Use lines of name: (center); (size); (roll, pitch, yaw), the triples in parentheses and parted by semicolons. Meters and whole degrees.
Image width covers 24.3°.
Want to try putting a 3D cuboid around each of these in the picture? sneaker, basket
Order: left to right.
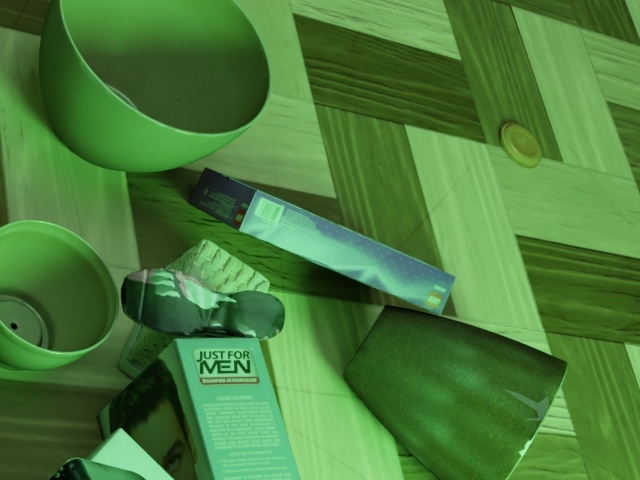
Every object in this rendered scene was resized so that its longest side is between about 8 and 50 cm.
basket: (-0.142, 0.095, 1.721); (0.113, 0.103, 0.167); (34, 43, -14)
sneaker: (-0.133, 0.083, 1.614); (0.178, 0.077, 0.072); (16, 72, -10)

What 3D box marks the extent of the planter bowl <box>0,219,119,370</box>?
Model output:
planter bowl: (-0.312, 0.074, 1.591); (0.162, 0.109, 0.162); (21, 47, -25)

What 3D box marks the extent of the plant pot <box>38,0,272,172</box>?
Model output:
plant pot: (-0.229, -0.192, 1.805); (0.284, 0.191, 0.284); (23, 46, -26)

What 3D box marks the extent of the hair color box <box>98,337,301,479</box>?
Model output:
hair color box: (-0.102, 0.306, 1.528); (0.114, 0.185, 0.374); (3, 57, -38)

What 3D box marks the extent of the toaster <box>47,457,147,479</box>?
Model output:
toaster: (-0.202, 0.309, 1.299); (0.110, 0.168, 0.185); (20, 29, -54)

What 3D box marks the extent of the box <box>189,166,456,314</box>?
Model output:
box: (0.000, 0.000, 1.857); (0.293, 0.201, 0.057); (23, 91, -24)

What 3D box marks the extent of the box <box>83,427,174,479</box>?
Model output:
box: (-0.215, 0.288, 1.460); (0.130, 0.170, 0.091); (46, 41, -4)

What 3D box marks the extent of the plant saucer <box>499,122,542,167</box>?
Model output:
plant saucer: (0.321, -0.153, 2.367); (0.083, 0.013, 0.083); (22, 48, -26)

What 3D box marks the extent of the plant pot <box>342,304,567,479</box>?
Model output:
plant pot: (0.152, 0.184, 1.846); (0.230, 0.215, 0.215); (31, 42, 4)
